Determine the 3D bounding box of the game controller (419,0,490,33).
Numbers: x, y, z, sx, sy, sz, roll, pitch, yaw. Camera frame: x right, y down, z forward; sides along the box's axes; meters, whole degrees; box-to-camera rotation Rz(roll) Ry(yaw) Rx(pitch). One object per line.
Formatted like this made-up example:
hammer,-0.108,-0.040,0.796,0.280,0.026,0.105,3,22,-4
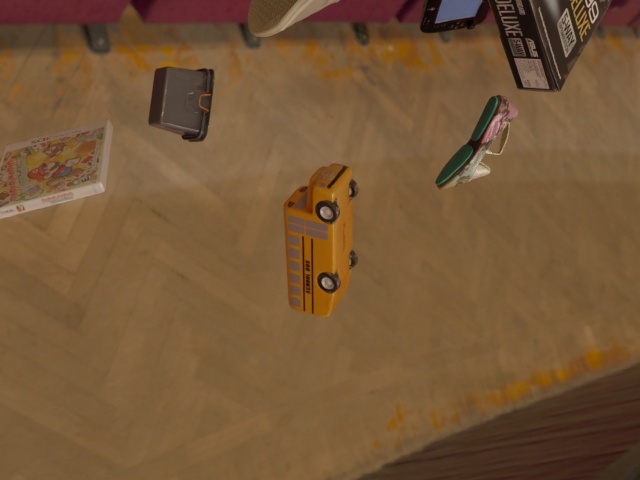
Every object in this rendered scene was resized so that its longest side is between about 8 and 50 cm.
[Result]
game controller,0.319,-0.554,1.955,0.319,0.166,0.067,87,-15,-81

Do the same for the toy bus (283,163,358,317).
toy bus,0.000,0.000,1.784,0.108,0.130,0.333,-51,148,-47

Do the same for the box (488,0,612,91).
box,0.338,-0.419,1.285,0.242,0.076,0.307,-55,135,-25

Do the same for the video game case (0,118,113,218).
video game case,-0.479,-0.131,1.521,0.227,0.206,0.026,-103,178,-52

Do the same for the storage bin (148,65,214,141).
storage bin,-0.254,-0.253,1.547,0.091,0.098,0.135,7,90,-37

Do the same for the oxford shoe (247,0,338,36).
oxford shoe,-0.055,-0.687,2.392,0.130,0.449,0.169,1,77,-39

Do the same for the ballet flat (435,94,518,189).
ballet flat,0.318,-0.180,1.689,0.079,0.222,0.077,29,13,-17
